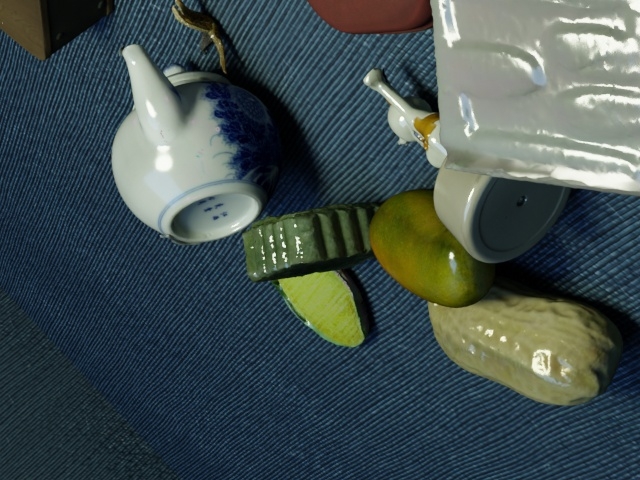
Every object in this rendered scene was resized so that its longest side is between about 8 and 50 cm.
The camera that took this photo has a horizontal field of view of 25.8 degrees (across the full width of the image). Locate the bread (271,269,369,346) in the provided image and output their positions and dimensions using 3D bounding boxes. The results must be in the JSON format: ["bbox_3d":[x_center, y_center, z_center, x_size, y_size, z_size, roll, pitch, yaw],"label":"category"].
[{"bbox_3d":[-0.002,0.082,2.306,0.228,0.033,0.228,35,148,25],"label":"bread"}]

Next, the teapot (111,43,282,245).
[{"bbox_3d":[-0.189,-0.148,2.079,0.424,0.252,0.280,52,-162,-61],"label":"teapot"}]

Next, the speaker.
[{"bbox_3d":[-0.453,-0.426,2.154,0.231,0.153,0.192,38,152,17],"label":"speaker"}]

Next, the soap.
[{"bbox_3d":[0.260,-0.267,1.184,0.350,0.213,0.435,18,121,47],"label":"soap"}]

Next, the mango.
[{"bbox_3d":[0.155,0.016,1.851,0.289,0.129,0.146,-130,32,-63],"label":"mango"}]

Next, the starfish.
[{"bbox_3d":[-0.164,-0.299,2.036,0.130,0.041,0.133,49,179,8],"label":"starfish"}]

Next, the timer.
[{"bbox_3d":[0.162,-0.112,1.727,0.266,0.175,0.175,41,155,40],"label":"timer"}]

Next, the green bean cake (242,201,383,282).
[{"bbox_3d":[0.000,0.000,2.036,0.185,0.183,0.094,-13,85,59],"label":"green bean cake"}]

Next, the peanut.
[{"bbox_3d":[0.268,0.131,1.875,0.313,0.152,0.152,17,140,44],"label":"peanut"}]

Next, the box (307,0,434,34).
[{"bbox_3d":[0.026,-0.409,1.495,0.263,0.108,0.404,5,122,55],"label":"box"}]
